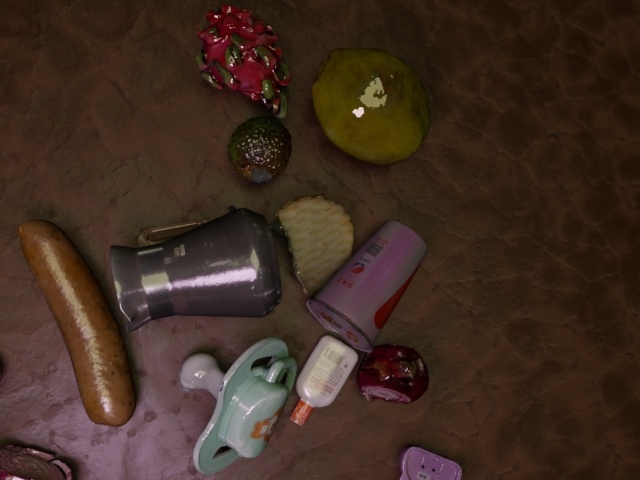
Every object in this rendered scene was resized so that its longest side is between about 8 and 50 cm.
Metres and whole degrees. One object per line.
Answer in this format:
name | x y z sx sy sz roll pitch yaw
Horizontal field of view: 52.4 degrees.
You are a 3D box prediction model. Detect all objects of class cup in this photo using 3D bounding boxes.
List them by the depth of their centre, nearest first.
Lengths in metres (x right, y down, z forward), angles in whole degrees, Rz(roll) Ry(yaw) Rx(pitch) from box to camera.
cup | 0.126 0.101 1.569 0.203 0.203 0.288 40 72 -4

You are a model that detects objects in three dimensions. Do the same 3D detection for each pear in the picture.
pear | 0.125 -0.328 1.583 0.321 0.269 0.269 42 78 -17

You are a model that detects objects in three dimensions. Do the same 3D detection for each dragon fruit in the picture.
dragon fruit | -0.170 -0.439 1.569 0.273 0.218 0.198 25 106 -7

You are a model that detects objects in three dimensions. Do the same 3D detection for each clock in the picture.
clock | 0.260 0.572 1.597 0.153 0.050 0.109 24 80 -6

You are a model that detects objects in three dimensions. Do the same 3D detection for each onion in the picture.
onion | -0.644 0.549 1.382 0.208 0.201 0.200 17 79 -40
onion | 0.183 0.302 1.546 0.173 0.198 0.135 14 59 -10

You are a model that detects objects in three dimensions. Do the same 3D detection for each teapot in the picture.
teapot | -0.281 0.057 1.467 0.344 0.253 0.300 -10 41 -13

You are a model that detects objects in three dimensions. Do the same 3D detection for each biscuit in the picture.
biscuit | 0.000 0.000 1.567 0.187 0.036 0.273 -28 122 -20

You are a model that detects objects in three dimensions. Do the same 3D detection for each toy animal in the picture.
toy animal | -0.102 -0.037 1.585 0.253 0.079 0.070 13 68 -10

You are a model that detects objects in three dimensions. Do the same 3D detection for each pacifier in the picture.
pacifier | -0.202 0.345 1.478 0.269 0.288 0.343 31 100 27

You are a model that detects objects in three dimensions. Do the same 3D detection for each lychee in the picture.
lychee | -0.144 -0.227 1.571 0.171 0.171 0.171 1 83 -10

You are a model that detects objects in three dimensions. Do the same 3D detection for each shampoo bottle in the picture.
shampoo bottle | -0.002 0.344 1.576 0.108 0.051 0.220 33 79 -6

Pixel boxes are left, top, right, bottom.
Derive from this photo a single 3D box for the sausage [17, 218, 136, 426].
sausage | -0.534 0.179 1.459 0.136 0.123 0.500 -20 86 -46
